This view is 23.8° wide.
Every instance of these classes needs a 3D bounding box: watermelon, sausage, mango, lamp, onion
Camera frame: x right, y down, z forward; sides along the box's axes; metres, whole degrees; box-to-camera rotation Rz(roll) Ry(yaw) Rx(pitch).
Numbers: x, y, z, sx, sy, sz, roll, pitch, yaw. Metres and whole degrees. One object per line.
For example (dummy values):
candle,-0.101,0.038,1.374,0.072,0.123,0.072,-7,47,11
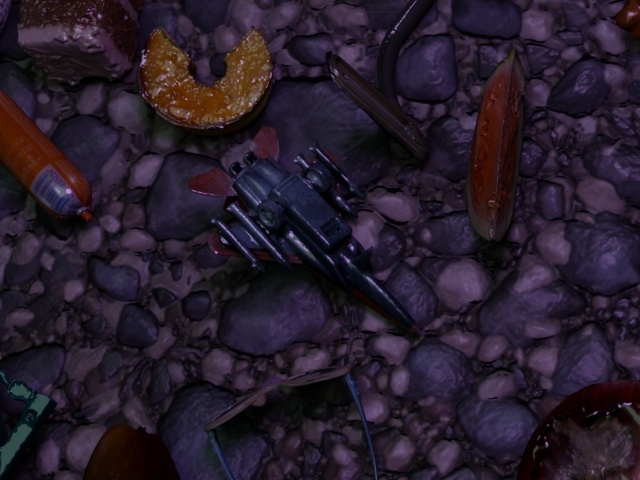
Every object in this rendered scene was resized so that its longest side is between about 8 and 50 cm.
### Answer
watermelon,0.209,-0.105,1.807,0.063,0.119,0.245,9,74,6
sausage,-0.373,-0.102,1.990,0.071,0.071,0.234,-44,66,-3
mango,-0.210,0.344,1.765,0.133,0.111,0.267,-16,66,-8
lamp,0.099,-0.269,1.858,0.124,0.203,0.283,20,81,40
onion,0.351,0.268,1.612,0.272,0.195,0.272,11,114,25

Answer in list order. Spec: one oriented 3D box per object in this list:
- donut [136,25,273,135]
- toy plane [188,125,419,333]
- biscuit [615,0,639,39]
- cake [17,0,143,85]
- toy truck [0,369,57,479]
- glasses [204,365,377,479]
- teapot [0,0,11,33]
donut,-0.146,-0.200,1.963,0.181,0.078,0.146,1,73,9
toy plane,0.001,-0.005,1.836,0.326,0.104,0.223,39,56,20
biscuit,0.531,-0.364,1.816,0.312,0.110,0.318,10,74,19
cake,-0.320,-0.297,2.011,0.135,0.134,0.147,1,65,17
toy truck,-0.471,0.317,1.818,0.178,0.176,0.363,21,77,12
glasses,-0.025,0.257,1.759,0.190,0.088,0.220,-23,67,6
teapot,-0.515,-0.344,2.073,0.300,0.166,0.208,-33,54,13
